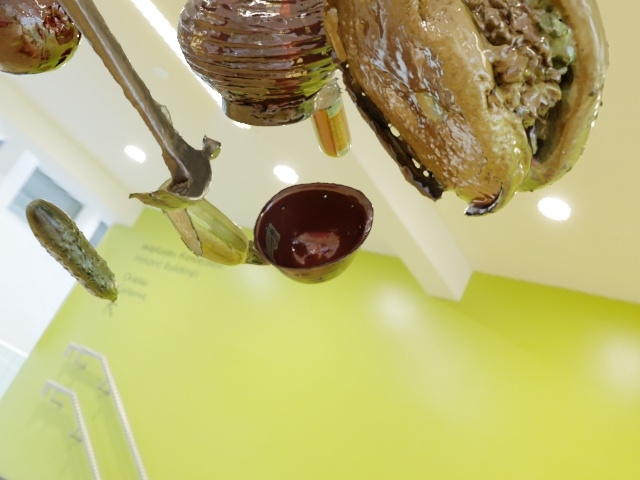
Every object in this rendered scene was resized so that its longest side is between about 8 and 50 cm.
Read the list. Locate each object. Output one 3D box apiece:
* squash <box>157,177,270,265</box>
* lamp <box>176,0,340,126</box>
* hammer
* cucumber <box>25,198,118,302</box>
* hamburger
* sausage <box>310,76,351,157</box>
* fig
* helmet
[{"bbox_3d":[-0.157,-0.005,1.168,0.090,0.075,0.200,-15,-46,45],"label":"squash"},{"bbox_3d":[-0.073,-0.278,1.049,0.246,0.247,0.247,24,-20,9],"label":"lamp"},{"bbox_3d":[-0.155,-0.147,0.533,0.027,0.125,0.297,-17,-59,21],"label":"hammer"},{"bbox_3d":[-0.401,0.021,1.310,0.069,0.069,0.227,5,-42,47],"label":"cucumber"},{"bbox_3d":[0.152,-0.190,0.834,0.318,0.195,0.277,60,-16,4],"label":"hamburger"},{"bbox_3d":[0.018,-0.226,1.561,0.083,0.083,0.264,23,-14,14],"label":"sausage"},{"bbox_3d":[-0.301,-0.211,0.756,0.154,0.103,0.109,16,6,32],"label":"fig"},{"bbox_3d":[0.000,0.000,1.161,0.106,0.175,0.155,66,0,-54],"label":"helmet"}]
